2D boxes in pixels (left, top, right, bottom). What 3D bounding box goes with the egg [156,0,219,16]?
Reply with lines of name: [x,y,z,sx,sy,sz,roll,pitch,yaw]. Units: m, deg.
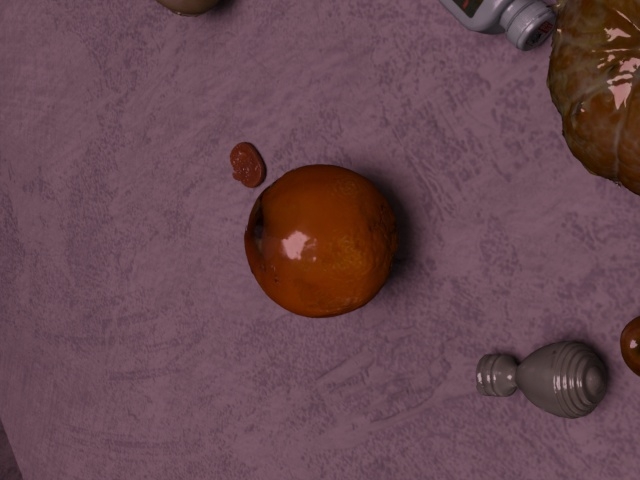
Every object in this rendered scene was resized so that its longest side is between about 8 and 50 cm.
egg: [-0.256,-0.500,1.353,0.201,0.164,0.164,48,124,18]

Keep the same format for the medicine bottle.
medicine bottle: [0.228,-0.361,1.033,0.229,0.083,0.121,52,123,19]

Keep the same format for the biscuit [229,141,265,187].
biscuit: [-0.141,-0.141,1.417,0.078,0.015,0.091,-41,72,38]

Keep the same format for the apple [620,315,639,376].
apple: [0.433,0.137,0.959,0.089,0.074,0.090,7,101,40]

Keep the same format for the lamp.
lamp: [0.312,0.194,1.059,0.193,0.106,0.106,-5,94,49]

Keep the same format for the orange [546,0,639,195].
orange: [0.409,-0.197,0.810,0.329,0.249,0.329,11,106,44]

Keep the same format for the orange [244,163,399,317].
orange: [0.000,0.000,1.178,0.246,0.246,0.246,8,103,38]
